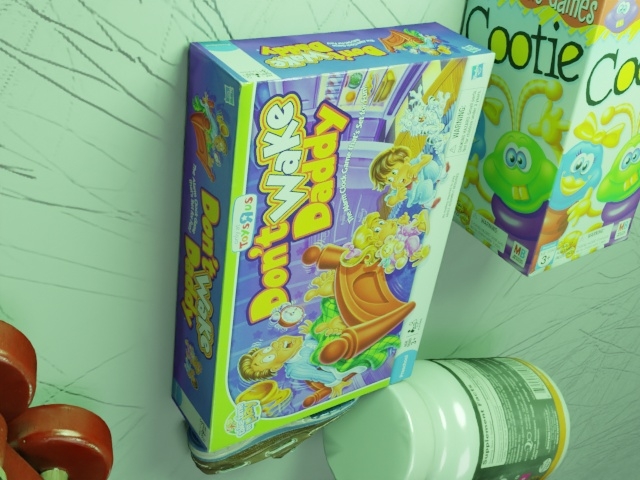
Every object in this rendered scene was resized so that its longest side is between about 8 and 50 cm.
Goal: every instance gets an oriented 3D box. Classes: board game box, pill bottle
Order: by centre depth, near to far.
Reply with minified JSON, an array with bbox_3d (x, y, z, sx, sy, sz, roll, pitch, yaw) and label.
[{"bbox_3d":[0.000,0.000,0.688,0.233,0.078,0.347,-14,129,-32],"label":"board game box"},{"bbox_3d":[0.214,-0.131,0.715,0.142,0.144,0.275,-17,130,-29],"label":"board game box"},{"bbox_3d":[0.147,0.215,0.914,0.278,0.162,0.162,6,117,-42],"label":"pill bottle"}]

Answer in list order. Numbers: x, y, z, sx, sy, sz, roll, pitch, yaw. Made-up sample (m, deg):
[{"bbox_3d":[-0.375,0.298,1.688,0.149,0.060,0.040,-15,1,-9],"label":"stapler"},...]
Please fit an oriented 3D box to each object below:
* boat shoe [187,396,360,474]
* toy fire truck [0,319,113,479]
[{"bbox_3d":[-0.045,0.182,0.810,0.183,0.066,0.066,-15,135,-18],"label":"boat shoe"},{"bbox_3d":[-0.292,0.203,0.560,0.254,0.169,0.302,-22,135,0],"label":"toy fire truck"}]
